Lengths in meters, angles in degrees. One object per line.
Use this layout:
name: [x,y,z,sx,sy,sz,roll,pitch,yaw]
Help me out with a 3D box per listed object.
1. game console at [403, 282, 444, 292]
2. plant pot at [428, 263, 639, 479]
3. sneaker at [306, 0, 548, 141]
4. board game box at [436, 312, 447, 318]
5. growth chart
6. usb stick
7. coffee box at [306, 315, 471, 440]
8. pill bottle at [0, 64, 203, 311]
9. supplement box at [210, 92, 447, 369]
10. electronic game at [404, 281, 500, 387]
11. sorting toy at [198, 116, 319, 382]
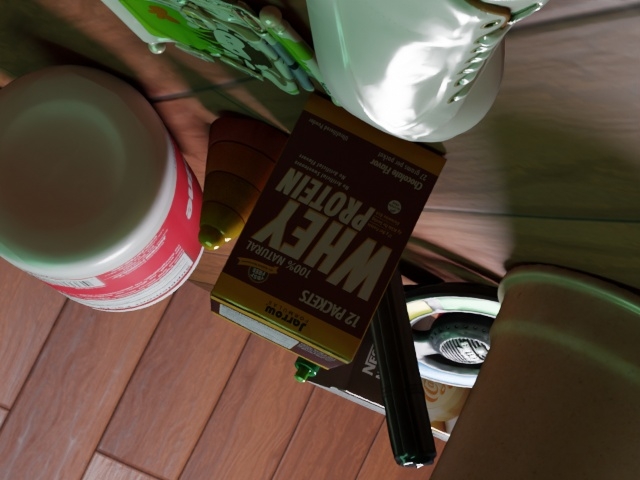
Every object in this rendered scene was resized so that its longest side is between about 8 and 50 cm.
game console: [0.096,0.037,1.606,0.107,0.071,0.122,-3,177,-12]
plant pot: [0.249,0.245,1.239,0.333,0.305,0.334,33,163,11]
sneaker: [0.064,-0.110,0.565,0.123,0.106,0.290,25,170,24]
board game box: [0.195,0.119,1.728,0.133,0.033,0.168,21,169,29]
growth chart: [-0.084,-0.162,0.962,0.237,0.021,0.172,21,171,33]
usb stick: [0.081,0.110,1.332,0.045,0.278,0.077,-15,163,14]
coffee box: [0.123,0.172,1.633,0.246,0.141,0.098,26,170,-29]
pill bottle: [-0.258,-0.040,1.464,0.229,0.229,0.408,25,171,7]
supplement box: [0.000,0.000,1.092,0.129,0.191,0.194,26,172,-2]
electronic game: [0.177,0.119,1.480,0.229,0.048,0.229,8,147,5]
sorting toy: [-0.049,0.035,1.315,0.127,0.126,0.366,12,147,30]
